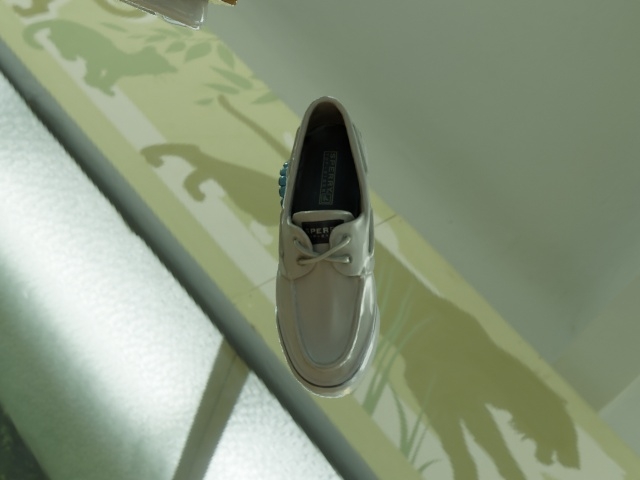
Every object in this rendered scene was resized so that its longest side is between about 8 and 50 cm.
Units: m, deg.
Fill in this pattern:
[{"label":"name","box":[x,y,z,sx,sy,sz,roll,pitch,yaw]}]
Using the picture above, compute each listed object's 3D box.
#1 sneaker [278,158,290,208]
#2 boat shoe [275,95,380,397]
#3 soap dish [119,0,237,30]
[{"label":"sneaker","box":[0.005,-0.019,0.906,0.083,0.071,0.191,-20,-124,16]},{"label":"boat shoe","box":[0.000,0.000,0.702,0.084,0.095,0.258,70,15,-67]},{"label":"soap dish","box":[-0.193,-0.278,0.706,0.118,0.229,0.291,-66,-158,9]}]
